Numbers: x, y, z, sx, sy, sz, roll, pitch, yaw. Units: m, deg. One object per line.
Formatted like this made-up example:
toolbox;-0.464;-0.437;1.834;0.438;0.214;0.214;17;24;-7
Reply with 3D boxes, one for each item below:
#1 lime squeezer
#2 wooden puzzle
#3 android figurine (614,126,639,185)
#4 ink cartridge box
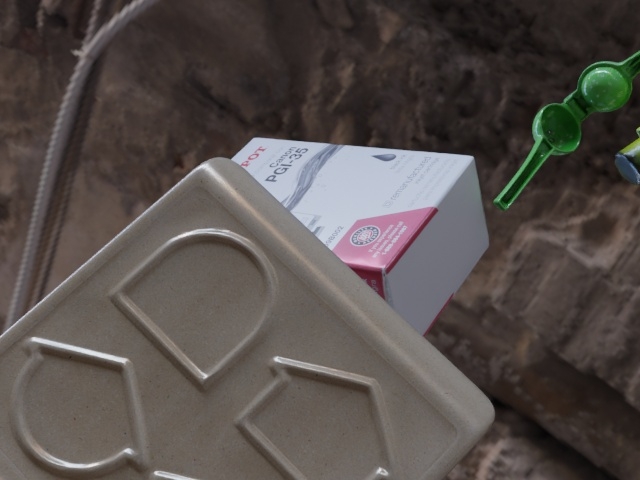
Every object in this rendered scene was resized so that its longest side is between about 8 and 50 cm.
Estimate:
lime squeezer;0.282;-0.147;1.093;0.310;0.059;0.110;-42;-8;-2
wooden puzzle;-0.089;0.144;0.824;0.348;0.322;0.080;-42;-13;-21
android figurine;0.439;-0.148;1.074;0.273;0.056;0.248;-35;10;-7
ink cartridge box;0.000;0.000;1.078;0.207;0.283;0.117;-49;-45;-40
